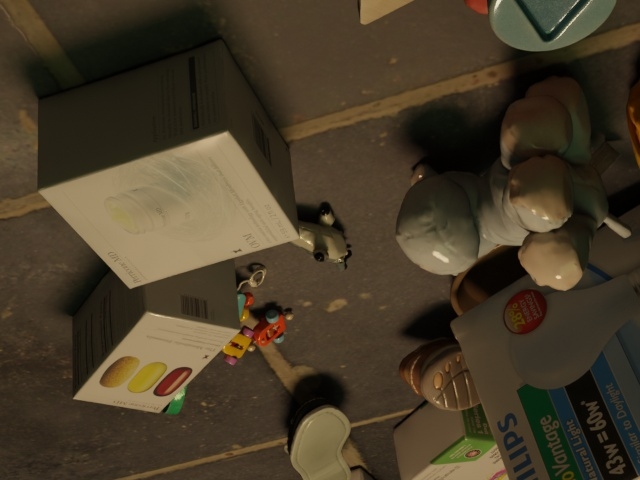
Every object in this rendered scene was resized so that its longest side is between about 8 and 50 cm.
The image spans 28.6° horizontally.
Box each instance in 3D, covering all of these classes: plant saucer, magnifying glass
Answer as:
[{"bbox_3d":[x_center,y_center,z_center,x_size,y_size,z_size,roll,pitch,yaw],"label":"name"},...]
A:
[{"bbox_3d":[0.319,0.046,1.794,0.278,0.041,0.278,-5,145,-4],"label":"plant saucer"},{"bbox_3d":[-0.199,0.166,1.831,0.026,0.092,0.231,10,132,-18],"label":"magnifying glass"}]

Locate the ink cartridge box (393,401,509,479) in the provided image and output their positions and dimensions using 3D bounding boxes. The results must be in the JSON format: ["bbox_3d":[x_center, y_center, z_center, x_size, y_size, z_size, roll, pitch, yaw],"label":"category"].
[{"bbox_3d":[0.298,0.348,2.160,0.278,0.117,0.201,11,141,-27],"label":"ink cartridge box"}]

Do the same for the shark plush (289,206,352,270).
[{"bbox_3d":[0.000,0.000,1.675,0.067,0.073,0.161,-1,172,25],"label":"shark plush"}]

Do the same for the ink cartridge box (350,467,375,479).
[{"bbox_3d":[-0.035,0.609,2.427,0.395,0.166,0.285,-20,144,17],"label":"ink cartridge box"}]

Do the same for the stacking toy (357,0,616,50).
[{"bbox_3d":[0.151,-0.282,1.198,0.279,0.130,0.309,-12,145,5],"label":"stacking toy"}]

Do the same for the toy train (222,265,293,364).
[{"bbox_3d":[-0.107,0.103,1.776,0.125,0.046,0.166,-43,143,-21],"label":"toy train"}]

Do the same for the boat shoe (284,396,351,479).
[{"bbox_3d":[-0.014,0.331,2.093,0.114,0.091,0.302,-22,147,-15],"label":"boat shoe"}]

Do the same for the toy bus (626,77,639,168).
[{"bbox_3d":[0.439,-0.193,1.394,0.220,0.149,0.211,-16,132,15],"label":"toy bus"}]

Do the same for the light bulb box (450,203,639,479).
[{"bbox_3d":[0.414,0.191,1.656,0.361,0.358,0.225,-35,136,19],"label":"light bulb box"}]

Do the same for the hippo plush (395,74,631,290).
[{"bbox_3d":[0.210,-0.068,1.511,0.236,0.234,0.294,-6,-167,28],"label":"hippo plush"}]

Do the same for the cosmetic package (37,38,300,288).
[{"bbox_3d":[-0.169,-0.078,1.423,0.225,0.138,0.224,-16,145,13],"label":"cosmetic package"}]

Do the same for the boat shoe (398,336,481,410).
[{"bbox_3d":[0.262,0.188,1.940,0.324,0.123,0.116,3,-174,-35],"label":"boat shoe"}]

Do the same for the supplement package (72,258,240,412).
[{"bbox_3d":[-0.227,0.113,1.691,0.139,0.134,0.244,14,140,-28],"label":"supplement package"}]
